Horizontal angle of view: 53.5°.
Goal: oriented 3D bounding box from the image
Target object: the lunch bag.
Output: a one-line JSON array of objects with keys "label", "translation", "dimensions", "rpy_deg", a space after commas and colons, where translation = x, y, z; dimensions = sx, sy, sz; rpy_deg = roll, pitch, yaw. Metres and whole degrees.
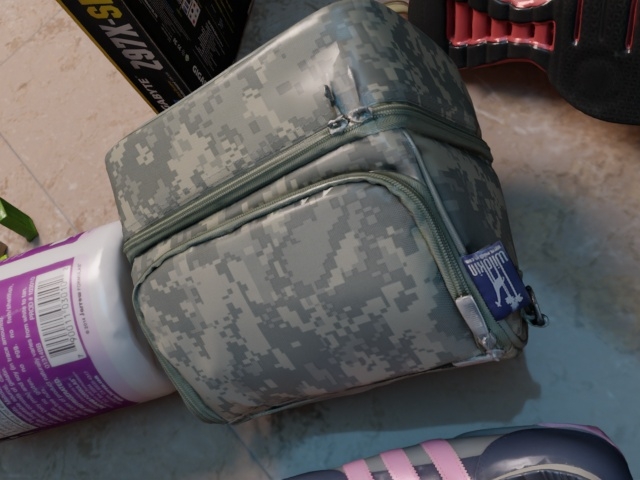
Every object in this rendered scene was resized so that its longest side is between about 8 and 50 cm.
[{"label": "lunch bag", "translation": [0.000, 0.000, 0.515], "dimensions": [0.305, 0.212, 0.256], "rpy_deg": [-23, 77, 28]}]

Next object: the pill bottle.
[{"label": "pill bottle", "translation": [-0.286, 0.100, 0.609], "dimensions": [0.301, 0.169, 0.169], "rpy_deg": [-17, 63, 10]}]

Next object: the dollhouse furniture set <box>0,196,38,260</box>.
[{"label": "dollhouse furniture set", "translation": [-0.413, 0.019, 0.746], "dimensions": [0.152, 0.058, 0.076], "rpy_deg": [-36, 61, 0]}]

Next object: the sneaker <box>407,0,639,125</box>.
[{"label": "sneaker", "translation": [0.238, -0.211, 0.593], "dimensions": [0.314, 0.116, 0.136], "rpy_deg": [31, 53, 34]}]

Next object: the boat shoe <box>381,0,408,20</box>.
[{"label": "boat shoe", "translation": [0.026, -0.203, 0.698], "dimensions": [0.178, 0.064, 0.060], "rpy_deg": [-20, 65, 4]}]

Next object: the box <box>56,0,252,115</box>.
[{"label": "box", "translation": [-0.172, -0.313, 0.663], "dimensions": [0.079, 0.322, 0.257], "rpy_deg": [4, 70, 18]}]

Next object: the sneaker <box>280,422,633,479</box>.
[{"label": "sneaker", "translation": [0.079, 0.210, 0.493], "dimensions": [0.319, 0.131, 0.112], "rpy_deg": [-17, 90, 31]}]
